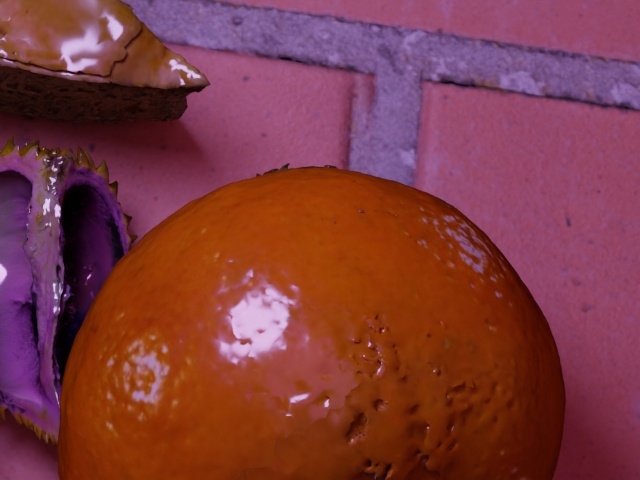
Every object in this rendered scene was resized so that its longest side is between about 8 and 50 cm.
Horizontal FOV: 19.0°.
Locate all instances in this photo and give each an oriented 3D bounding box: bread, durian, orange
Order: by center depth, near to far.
[{"bbox_3d":[0.002,0.150,1.536,0.424,0.424,0.326,-27,40,-13],"label":"orange"},{"bbox_3d":[-0.248,0.046,1.687,0.186,0.154,0.260,7,84,20],"label":"durian"},{"bbox_3d":[-0.266,-0.246,1.704,0.315,0.248,0.279,2,76,-11],"label":"bread"}]

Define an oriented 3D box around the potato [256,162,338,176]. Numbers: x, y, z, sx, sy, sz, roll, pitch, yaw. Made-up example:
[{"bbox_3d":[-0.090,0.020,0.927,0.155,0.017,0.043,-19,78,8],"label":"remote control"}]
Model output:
[{"bbox_3d":[0.000,0.000,1.731,0.176,0.137,0.137,25,73,-21],"label":"potato"}]
